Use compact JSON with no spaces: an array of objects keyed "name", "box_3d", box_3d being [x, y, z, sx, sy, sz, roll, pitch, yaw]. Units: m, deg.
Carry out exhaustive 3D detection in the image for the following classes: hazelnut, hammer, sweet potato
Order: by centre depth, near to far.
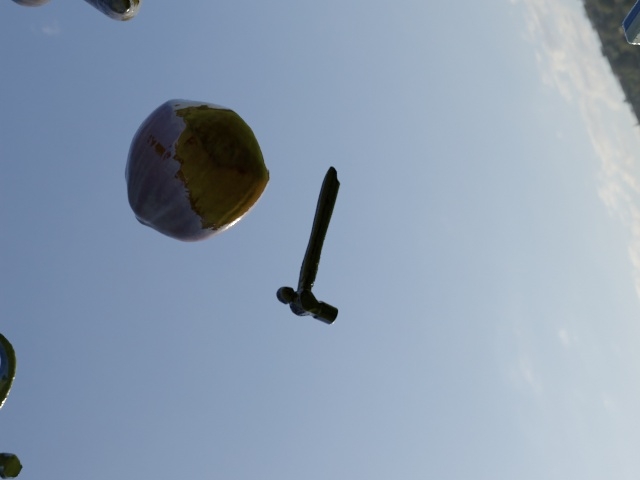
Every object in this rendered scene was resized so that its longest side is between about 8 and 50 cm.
[{"name":"sweet potato","box_3d":[-0.211,-0.222,0.742,0.059,0.249,0.069,-22,-62,-38]},{"name":"hammer","box_3d":[0.000,0.000,0.890,0.065,0.021,0.178,30,-130,-23]},{"name":"hazelnut","box_3d":[-0.187,-0.108,1.304,0.210,0.186,0.210,10,-123,-15]}]

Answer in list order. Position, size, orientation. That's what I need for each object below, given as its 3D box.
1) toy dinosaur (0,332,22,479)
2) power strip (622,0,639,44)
[{"name":"toy dinosaur","box_3d":[-0.376,0.202,0.842,0.075,0.188,0.248,42,-125,-61]},{"name":"power strip","box_3d":[0.343,-0.235,0.862,0.123,0.056,0.032,106,163,-62]}]
